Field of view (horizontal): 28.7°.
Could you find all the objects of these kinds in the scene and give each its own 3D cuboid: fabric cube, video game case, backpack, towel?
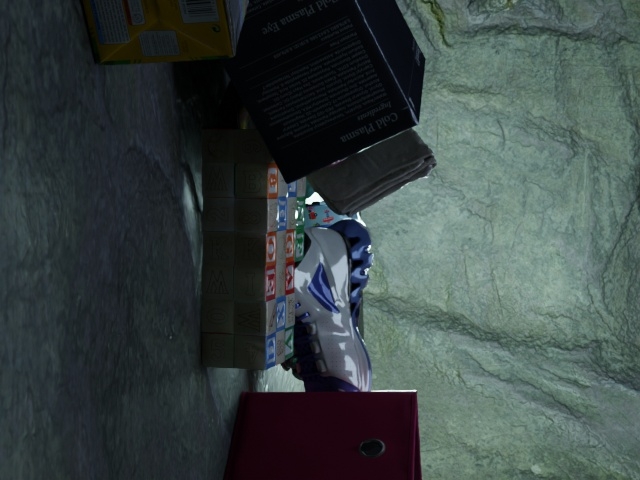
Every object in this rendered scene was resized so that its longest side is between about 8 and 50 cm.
[{"bbox_3d":[0.012,0.381,1.764,0.254,0.258,0.259,-80,167,-54],"label":"fabric cube"},{"bbox_3d":[-0.102,-0.119,1.834,0.275,0.035,0.248,-75,163,-64],"label":"video game case"},{"bbox_3d":[0.000,0.000,2.150,0.173,0.158,0.117,60,22,-71],"label":"backpack"},{"bbox_3d":[0.048,-0.163,2.016,0.282,0.187,0.049,58,-7,40],"label":"towel"}]

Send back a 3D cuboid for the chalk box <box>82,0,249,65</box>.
[{"bbox_3d":[-0.137,-0.274,1.164,0.213,0.132,0.132,-84,169,-52],"label":"chalk box"}]

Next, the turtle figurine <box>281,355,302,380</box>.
[{"bbox_3d":[-0.031,0.161,2.044,0.175,0.118,0.234,-94,165,-53],"label":"turtle figurine"}]

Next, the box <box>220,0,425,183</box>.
[{"bbox_3d":[-0.017,-0.284,1.546,0.313,0.179,0.343,61,15,-15],"label":"box"}]

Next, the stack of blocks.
[{"bbox_3d":[-0.084,0.006,1.609,0.171,0.087,0.297,-11,102,-75],"label":"stack of blocks"}]

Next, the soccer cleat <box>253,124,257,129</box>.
[{"bbox_3d":[-0.039,-0.181,1.811,0.248,0.095,0.083,-79,166,-57],"label":"soccer cleat"}]

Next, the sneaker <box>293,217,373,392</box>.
[{"bbox_3d":[-0.027,0.116,1.878,0.127,0.182,0.316,-9,-103,53],"label":"sneaker"}]

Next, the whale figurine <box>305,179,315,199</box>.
[{"bbox_3d":[0.014,-0.208,2.329,0.216,0.141,0.272,98,-1,-61],"label":"whale figurine"}]

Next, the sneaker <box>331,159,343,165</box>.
[{"bbox_3d":[-0.009,-0.219,1.965,0.111,0.103,0.252,-5,57,-50],"label":"sneaker"}]
